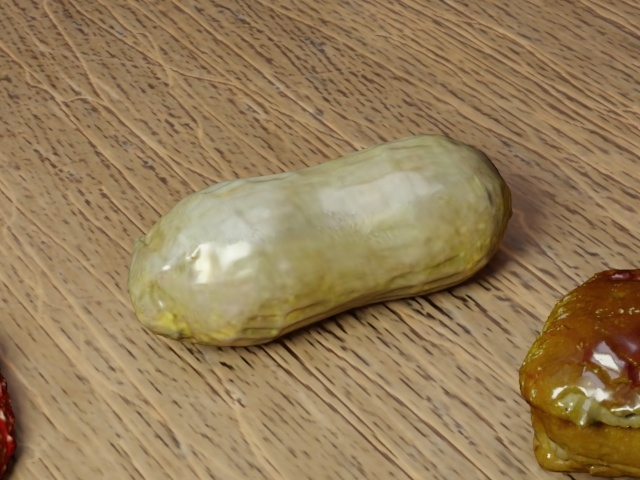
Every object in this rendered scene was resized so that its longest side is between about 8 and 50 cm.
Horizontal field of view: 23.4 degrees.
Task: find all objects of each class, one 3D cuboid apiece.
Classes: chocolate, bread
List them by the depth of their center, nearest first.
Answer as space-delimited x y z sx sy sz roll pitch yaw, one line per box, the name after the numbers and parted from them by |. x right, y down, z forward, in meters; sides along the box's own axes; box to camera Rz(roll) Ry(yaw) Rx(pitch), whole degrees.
0.323 0.086 0.986 0.380 0.109 0.185 0 20 24 | bread
0.000 0.000 1.203 0.309 0.134 0.134 -17 41 -10 | chocolate

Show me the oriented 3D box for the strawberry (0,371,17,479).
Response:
-0.295 0.127 1.140 0.174 0.098 0.228 13 47 24 | strawberry
